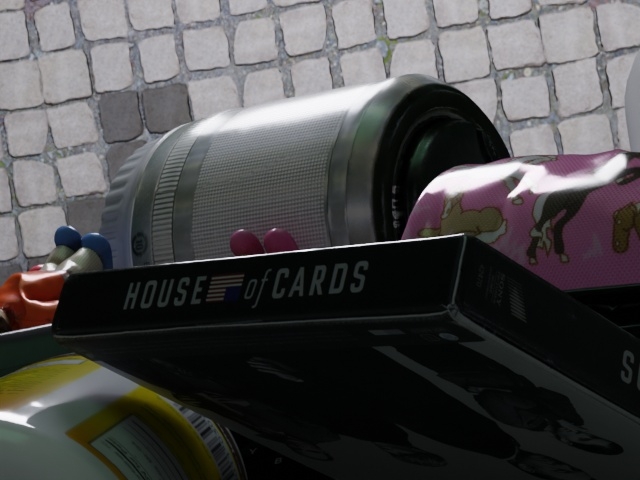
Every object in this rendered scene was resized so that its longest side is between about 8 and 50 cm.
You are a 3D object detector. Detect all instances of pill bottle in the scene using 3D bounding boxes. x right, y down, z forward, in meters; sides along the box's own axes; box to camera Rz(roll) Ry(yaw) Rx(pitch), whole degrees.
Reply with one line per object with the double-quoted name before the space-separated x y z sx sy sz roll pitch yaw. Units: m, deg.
"pill bottle" -0.095 0.104 0.603 0.117 0.117 0.215 -9 2 8

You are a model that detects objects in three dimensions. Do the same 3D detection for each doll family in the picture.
"doll family" -0.129 0.079 1.287 0.263 0.118 0.163 -1 29 33

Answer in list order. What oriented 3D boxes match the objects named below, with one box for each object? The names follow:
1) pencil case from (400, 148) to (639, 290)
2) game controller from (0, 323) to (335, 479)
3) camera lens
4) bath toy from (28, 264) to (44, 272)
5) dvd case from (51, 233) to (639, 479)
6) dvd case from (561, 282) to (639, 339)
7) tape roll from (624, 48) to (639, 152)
"pencil case" 0.223 0.019 0.875 0.386 0.160 0.167 -8 23 37
"game controller" -0.133 0.101 0.778 0.319 0.166 0.067 -10 44 -20
"camera lens" 0.000 0.000 1.413 0.274 0.219 0.219 -8 3 36
"bath toy" -0.322 0.102 1.415 0.348 0.129 0.151 -10 2 -18
"dvd case" 0.056 0.062 0.626 0.179 0.029 0.239 -6 -27 45
"dvd case" 0.155 0.057 0.713 0.253 0.022 0.180 -6 -25 10
"tape roll" 0.327 -0.062 1.117 0.286 0.100 0.286 -1 -38 0
